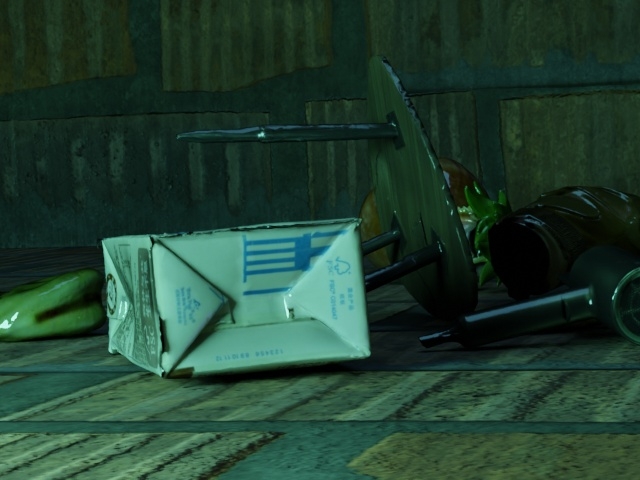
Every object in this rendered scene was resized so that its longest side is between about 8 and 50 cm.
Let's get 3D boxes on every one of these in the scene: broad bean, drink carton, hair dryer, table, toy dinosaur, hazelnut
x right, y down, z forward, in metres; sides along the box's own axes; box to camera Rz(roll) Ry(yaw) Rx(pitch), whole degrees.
[{"bbox_3d":[-0.342,0.080,1.960,0.207,0.072,0.153,-9,2,17],"label":"broad bean"},{"bbox_3d":[-0.088,0.050,1.620,0.194,0.132,0.324,-4,1,-15],"label":"drink carton"},{"bbox_3d":[0.210,0.064,1.703,0.248,0.078,0.195,-11,9,-8],"label":"hair dryer"},{"bbox_3d":[0.000,0.000,1.925,0.249,0.317,0.317,-16,6,-12],"label":"table"},{"bbox_3d":[0.181,0.002,2.389,0.177,0.152,0.194,-10,-7,23],"label":"toy dinosaur"},{"bbox_3d":[0.161,-0.022,2.610,0.214,0.176,0.214,-20,33,13],"label":"hazelnut"}]

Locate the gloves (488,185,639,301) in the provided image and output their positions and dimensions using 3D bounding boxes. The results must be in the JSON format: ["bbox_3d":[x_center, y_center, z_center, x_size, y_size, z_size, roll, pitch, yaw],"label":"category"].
[{"bbox_3d":[0.342,0.000,2.207,0.154,0.141,0.331,-2,3,39],"label":"gloves"}]

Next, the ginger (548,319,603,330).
[{"bbox_3d":[0.272,0.072,1.808,0.137,0.044,0.057,-5,28,-14],"label":"ginger"}]
